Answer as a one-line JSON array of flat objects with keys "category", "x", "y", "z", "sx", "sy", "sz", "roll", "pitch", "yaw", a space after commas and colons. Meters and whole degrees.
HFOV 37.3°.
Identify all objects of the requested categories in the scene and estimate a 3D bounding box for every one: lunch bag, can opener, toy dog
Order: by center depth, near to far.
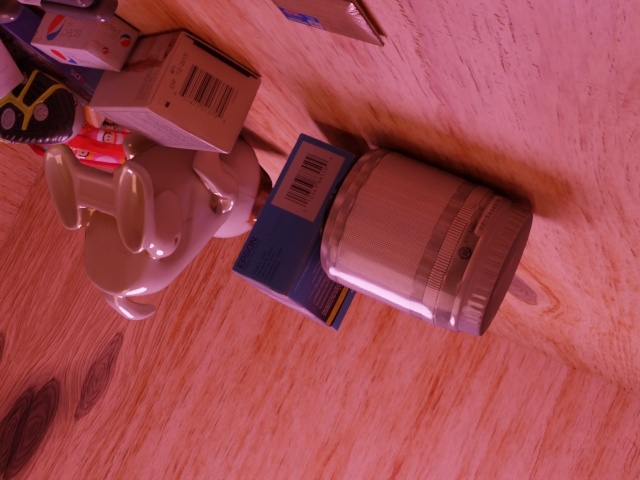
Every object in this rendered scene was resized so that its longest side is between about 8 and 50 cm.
[{"category": "can opener", "x": -0.404, "y": -0.349, "z": 1.382, "sx": 0.280, "sy": 0.093, "sz": 0.074, "roll": 14, "pitch": 167, "yaw": 39}, {"category": "toy dog", "x": -0.256, "y": -0.068, "z": 1.827, "sx": 0.284, "sy": 0.396, "sz": 0.408, "roll": 6, "pitch": -157, "yaw": 40}, {"category": "lunch bag", "x": -0.522, "y": -0.239, "z": 2.163, "sx": 0.293, "sy": 0.120, "sz": 0.258, "roll": 6, "pitch": -162, "yaw": -39}]

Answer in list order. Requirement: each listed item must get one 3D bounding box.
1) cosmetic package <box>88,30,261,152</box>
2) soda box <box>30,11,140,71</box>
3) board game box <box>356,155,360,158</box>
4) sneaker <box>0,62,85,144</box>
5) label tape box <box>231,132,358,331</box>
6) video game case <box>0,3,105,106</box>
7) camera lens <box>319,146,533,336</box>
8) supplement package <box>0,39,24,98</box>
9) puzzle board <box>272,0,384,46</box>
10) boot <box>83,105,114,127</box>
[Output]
[{"category": "cosmetic package", "x": -0.234, "y": -0.229, "z": 1.478, "sx": 0.153, "sy": 0.129, "sz": 0.296, "roll": 27, "pitch": 173, "yaw": -31}, {"category": "soda box", "x": -0.381, "y": -0.324, "z": 1.516, "sx": 0.069, "sy": 0.074, "sz": 0.216, "roll": 31, "pitch": 172, "yaw": -40}, {"category": "board game box", "x": 0.060, "y": -0.122, "z": 1.658, "sx": 0.154, "sy": 0.026, "sz": 0.103, "roll": 21, "pitch": 172, "yaw": 37}, {"category": "sneaker", "x": -0.554, "y": -0.248, "z": 1.766, "sx": 0.384, "sy": 0.145, "sz": 0.147, "roll": 13, "pitch": -178, "yaw": 38}, {"category": "label tape box", "x": 0.000, "y": 0.000, "z": 1.617, "sx": 0.115, "sy": 0.249, "sz": 0.348, "roll": 24, "pitch": 172, "yaw": 17}, {"category": "video game case", "x": -0.539, "y": -0.344, "z": 1.739, "sx": 0.269, "sy": 0.061, "sz": 0.244, "roll": 39, "pitch": 160, "yaw": -31}, {"category": "camera lens", "x": 0.151, "y": -0.001, "z": 1.415, "sx": 0.274, "sy": 0.219, "sz": 0.219, "roll": 23, "pitch": 173, "yaw": 18}, {"category": "supplement package", "x": -0.667, "y": -0.346, "z": 1.561, "sx": 0.175, "sy": 0.177, "sz": 0.293, "roll": 22, "pitch": 148, "yaw": 36}, {"category": "puzzle board", "x": -0.001, "y": -0.243, "z": 0.989, "sx": 0.128, "sy": 0.011, "sz": 0.096, "roll": 23, "pitch": 174, "yaw": 27}, {"category": "boot", "x": -0.537, "y": -0.324, "z": 1.998, "sx": 0.211, "sy": 0.104, "sz": 0.295, "roll": 26, "pitch": 178, "yaw": -5}]
